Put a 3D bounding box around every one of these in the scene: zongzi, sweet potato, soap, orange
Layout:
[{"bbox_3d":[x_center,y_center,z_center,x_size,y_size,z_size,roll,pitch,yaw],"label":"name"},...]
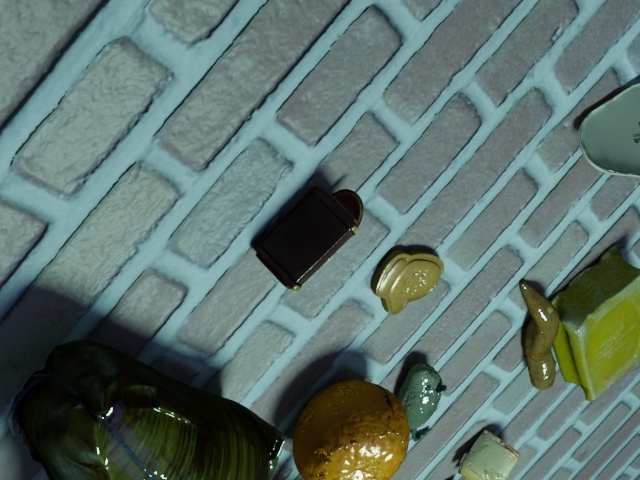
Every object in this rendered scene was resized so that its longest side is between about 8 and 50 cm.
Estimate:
[{"bbox_3d":[-0.273,0.361,1.220,0.432,0.207,0.403,-59,142,-7],"label":"zongzi"},{"bbox_3d":[0.408,0.171,1.821,0.059,0.067,0.281,-36,141,-23],"label":"sweet potato"},{"bbox_3d":[0.554,0.171,1.936,0.199,0.091,0.315,-39,142,-9],"label":"soap"},{"bbox_3d":[0.046,0.308,1.548,0.193,0.161,0.193,-14,133,-16],"label":"orange"}]

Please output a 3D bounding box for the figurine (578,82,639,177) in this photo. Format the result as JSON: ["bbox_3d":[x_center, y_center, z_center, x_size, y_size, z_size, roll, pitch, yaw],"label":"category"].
[{"bbox_3d":[0.516,-0.158,1.618,0.249,0.167,0.141,-3,168,-11],"label":"figurine"}]

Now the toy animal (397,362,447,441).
[{"bbox_3d":[0.175,0.303,1.734,0.079,0.070,0.253,-15,138,-10],"label":"toy animal"}]

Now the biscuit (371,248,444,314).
[{"bbox_3d":[0.133,0.066,1.517,0.140,0.023,0.118,0,123,-42],"label":"biscuit"}]

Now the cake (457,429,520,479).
[{"bbox_3d":[0.363,0.487,2.033,0.109,0.090,0.225,-54,146,-18],"label":"cake"}]

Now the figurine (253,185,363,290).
[{"bbox_3d":[0.000,-0.001,1.303,0.154,0.082,0.098,-44,155,-2],"label":"figurine"}]
